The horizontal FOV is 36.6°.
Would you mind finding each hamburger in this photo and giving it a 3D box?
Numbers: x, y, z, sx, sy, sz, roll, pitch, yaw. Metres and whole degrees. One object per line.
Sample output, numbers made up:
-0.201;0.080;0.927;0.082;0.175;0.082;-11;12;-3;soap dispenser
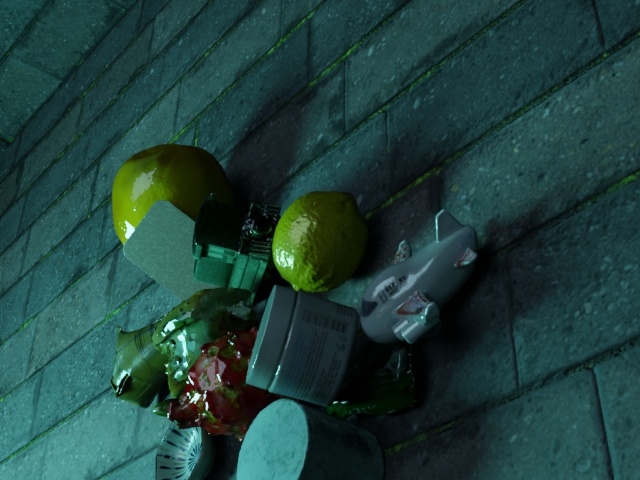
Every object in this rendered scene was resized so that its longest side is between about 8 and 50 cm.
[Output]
-0.243;0.214;1.965;0.288;0.192;0.167;-36;62;34;hamburger

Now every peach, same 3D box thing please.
-0.355;-0.072;2.297;0.289;0.289;0.307;9;109;57;peach

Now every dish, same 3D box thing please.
-0.265;0.441;1.983;0.191;0.066;0.190;-37;39;39;dish

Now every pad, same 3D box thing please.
-0.302;0.044;2.173;0.176;0.266;0.002;-51;3;20;pad

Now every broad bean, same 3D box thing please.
-0.222;0.334;1.928;0.069;0.227;0.039;-49;-43;-69;broad bean

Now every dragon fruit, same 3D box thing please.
-0.154;0.271;1.789;0.268;0.205;0.210;-27;11;-5;dragon fruit

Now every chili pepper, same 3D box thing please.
0.091;0.250;1.610;0.216;0.062;0.108;-39;39;37;chili pepper

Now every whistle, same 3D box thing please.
-0.009;0.421;1.526;0.188;0.168;0.404;-43;36;28;whistle

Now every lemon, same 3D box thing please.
0.000;0.003;1.822;0.181;0.181;0.193;2;91;56;lemon

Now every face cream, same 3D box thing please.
-0.030;0.178;1.626;0.177;0.153;0.177;-163;90;-84;face cream

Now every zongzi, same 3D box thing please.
-0.393;0.222;2.288;0.260;0.123;0.289;-46;31;17;zongzi

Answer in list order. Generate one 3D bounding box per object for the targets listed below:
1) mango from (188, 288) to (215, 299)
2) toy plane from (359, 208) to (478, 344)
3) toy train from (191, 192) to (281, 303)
-0.237;0.170;2.122;0.111;0.089;0.163;-56;42;13;mango
0.159;0.068;1.575;0.252;0.118;0.252;-44;20;21;toy plane
-0.174;0.017;1.978;0.330;0.178;0.138;118;165;-66;toy train
